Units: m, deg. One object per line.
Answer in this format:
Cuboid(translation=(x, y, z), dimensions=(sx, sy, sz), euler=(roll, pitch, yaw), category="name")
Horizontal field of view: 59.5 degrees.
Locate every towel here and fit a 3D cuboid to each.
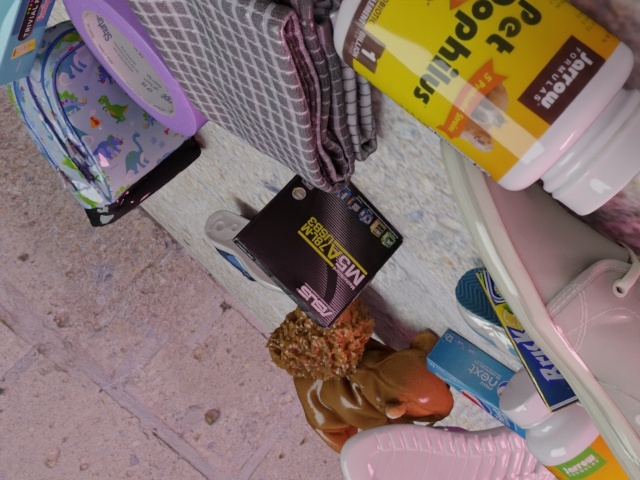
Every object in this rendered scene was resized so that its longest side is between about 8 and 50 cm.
Cuboid(translation=(-0.068, -0.193, 0.591), dimensions=(0.235, 0.121, 0.284), euler=(36, 166, 27), category="towel")

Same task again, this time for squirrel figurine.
Cuboid(translation=(0.081, 0.272, 1.189), dimensions=(0.397, 0.281, 0.370), euler=(43, 157, -12), category="squirrel figurine")

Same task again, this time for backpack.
Cuboid(translation=(-0.422, -0.244, 1.087), dimensions=(0.273, 0.290, 0.356), euler=(-4, 125, 56), category="backpack")

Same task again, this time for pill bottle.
Cuboid(translation=(0.368, 0.273, 0.750), dimensions=(0.245, 0.136, 0.136), euler=(41, 163, 4), category="pill bottle")
Cuboid(translation=(0.122, -0.116, 0.386), dimensions=(0.215, 0.117, 0.117), euler=(40, 163, 7), category="pill bottle")

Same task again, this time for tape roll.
Cuboid(translation=(-0.263, -0.295, 0.865), dimensions=(0.274, 0.090, 0.275), euler=(38, 163, 13), category="tape roll")

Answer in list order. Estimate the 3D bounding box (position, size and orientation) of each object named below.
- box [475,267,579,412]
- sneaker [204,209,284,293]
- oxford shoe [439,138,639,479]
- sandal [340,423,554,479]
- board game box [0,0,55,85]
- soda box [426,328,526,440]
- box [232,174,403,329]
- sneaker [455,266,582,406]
Cuboid(translation=(0.238, 0.101, 0.630), dimensions=(0.169, 0.054, 0.059), euler=(64, -170, 11), category="box")
Cuboid(translation=(-0.121, 0.053, 1.369), dimensions=(0.322, 0.130, 0.236), euler=(29, 169, 26), category="sneaker")
Cuboid(translation=(0.266, 0.063, 0.511), dimensions=(0.130, 0.169, 0.449), euler=(-34, 97, 31), category="oxford shoe")
Cuboid(translation=(0.241, 0.420, 1.066), dimensions=(0.415, 0.170, 0.102), euler=(1, -176, -4), category="sandal")
Cuboid(translation=(-0.493, -0.427, 0.789), dimensions=(0.254, 0.079, 0.336), euler=(44, 130, -6), category="board game box")
Cuboid(translation=(0.291, 0.250, 0.981), dimensions=(0.210, 0.071, 0.067), euler=(34, 161, 27), category="soda box")
Cuboid(translation=(0.000, 0.000, 0.828), dimensions=(0.191, 0.184, 0.045), euler=(46, 162, -10), category="box")
Cuboid(translation=(0.274, 0.123, 0.709), dimensions=(0.228, 0.087, 0.092), euler=(41, 173, 25), category="sneaker")
